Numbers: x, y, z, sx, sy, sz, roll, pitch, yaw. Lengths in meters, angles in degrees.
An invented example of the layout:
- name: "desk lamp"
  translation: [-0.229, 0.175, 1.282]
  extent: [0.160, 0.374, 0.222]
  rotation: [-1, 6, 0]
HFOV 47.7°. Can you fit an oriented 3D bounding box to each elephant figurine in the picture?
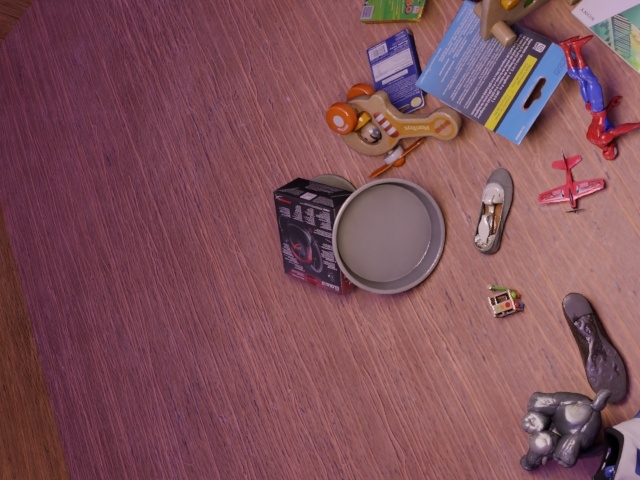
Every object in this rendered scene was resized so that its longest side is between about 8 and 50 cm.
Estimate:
- name: "elephant figurine"
  translation: [0.520, 0.413, 1.555]
  extent: [0.186, 0.239, 0.169]
  rotation: [8, 67, 28]

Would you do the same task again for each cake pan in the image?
- name: "cake pan"
  translation: [0.167, -0.013, 1.816]
  extent: [0.054, 0.293, 0.293]
  rotation: [-144, 69, -75]

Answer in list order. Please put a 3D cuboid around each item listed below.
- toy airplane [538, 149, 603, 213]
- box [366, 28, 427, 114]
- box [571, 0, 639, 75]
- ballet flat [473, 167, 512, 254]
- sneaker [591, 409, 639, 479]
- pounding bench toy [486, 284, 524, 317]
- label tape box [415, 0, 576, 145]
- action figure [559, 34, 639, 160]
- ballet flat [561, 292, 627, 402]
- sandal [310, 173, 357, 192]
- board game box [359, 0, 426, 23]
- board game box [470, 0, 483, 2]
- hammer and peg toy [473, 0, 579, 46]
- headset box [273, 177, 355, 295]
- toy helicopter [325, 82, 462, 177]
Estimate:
- name: "toy airplane"
  translation: [0.567, -0.134, 1.653]
  extent: [0.151, 0.028, 0.151]
  rotation: [-5, 81, 35]
- name: "box"
  translation: [0.207, -0.439, 1.954]
  extent: [0.136, 0.036, 0.225]
  rotation: [-19, 74, 34]
- name: "box"
  translation: [0.737, -0.537, 1.544]
  extent: [0.322, 0.058, 0.232]
  rotation: [-48, 64, 25]
- name: "ballet flat"
  translation: [0.413, -0.072, 1.738]
  extent: [0.072, 0.068, 0.213]
  rotation: [10, 90, 37]
- name: "sneaker"
  translation: [0.640, 0.494, 1.417]
  extent: [0.182, 0.127, 0.315]
  rotation: [-13, 65, -10]
- name: "pounding bench toy"
  translation: [0.435, 0.134, 1.708]
  extent: [0.065, 0.052, 0.083]
  rotation: [-27, 69, 32]
- name: "label tape box"
  translation: [0.428, -0.396, 1.738]
  extent: [0.334, 0.106, 0.240]
  rotation: [41, 108, 32]
- name: "action figure"
  translation: [0.626, -0.316, 1.567]
  extent: [0.139, 0.091, 0.280]
  rotation: [-21, 107, -1]
- name: "ballet flat"
  translation: [0.595, 0.231, 1.581]
  extent: [0.084, 0.058, 0.249]
  rotation: [-24, 76, 10]
- name: "sandal"
  translation: [0.067, -0.088, 1.989]
  extent: [0.303, 0.086, 0.120]
  rotation: [42, 110, 32]
- name: "board game box"
  translation: [0.205, -0.647, 1.937]
  extent: [0.259, 0.039, 0.124]
  rotation: [23, 99, 56]
- name: "board game box"
  translation: [0.380, -0.715, 1.839]
  extent: [0.194, 0.060, 0.194]
  rotation: [23, 99, 37]
- name: "hammer and peg toy"
  translation: [0.502, -0.603, 1.559]
  extent: [0.361, 0.266, 0.127]
  rotation: [-33, 70, -3]
- name: "headset box"
  translation: [0.000, 0.000, 1.955]
  extent: [0.218, 0.110, 0.293]
  rotation: [18, 127, 38]
- name: "toy helicopter"
  translation: [0.200, -0.278, 1.861]
  extent: [0.355, 0.140, 0.235]
  rotation: [4, 128, 38]
